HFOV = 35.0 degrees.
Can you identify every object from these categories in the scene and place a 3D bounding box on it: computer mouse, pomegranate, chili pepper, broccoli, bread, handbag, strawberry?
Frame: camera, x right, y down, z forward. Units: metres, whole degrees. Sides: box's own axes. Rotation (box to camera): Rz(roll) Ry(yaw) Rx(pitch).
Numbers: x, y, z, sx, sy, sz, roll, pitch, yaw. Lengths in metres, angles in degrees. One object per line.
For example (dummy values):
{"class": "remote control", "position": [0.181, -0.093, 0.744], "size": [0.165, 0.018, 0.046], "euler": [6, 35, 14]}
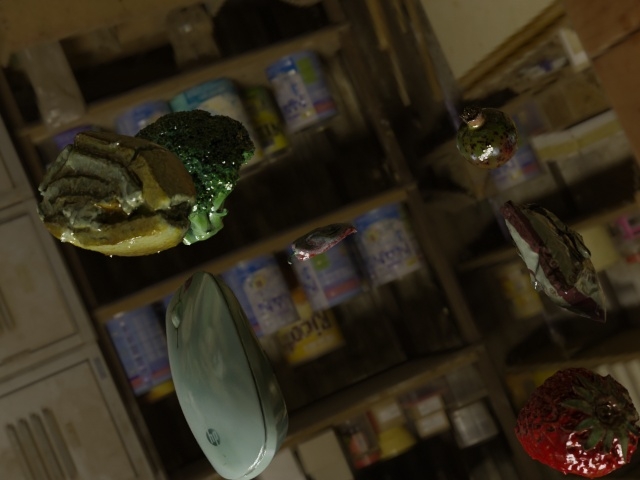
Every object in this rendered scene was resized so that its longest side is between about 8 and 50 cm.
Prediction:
{"class": "computer mouse", "position": [-0.147, 0.186, 1.373], "size": [0.097, 0.288, 0.159], "euler": [-12, 157, -43]}
{"class": "pomegranate", "position": [0.315, -0.196, 1.944], "size": [0.130, 0.130, 0.130], "euler": [-24, 178, -1]}
{"class": "chili pepper", "position": [0.000, 0.000, 1.920], "size": [0.153, 0.050, 0.041], "euler": [-27, 165, -15]}
{"class": "broccoli", "position": [-0.237, -0.115, 1.820], "size": [0.261, 0.242, 0.269], "euler": [-8, -153, 19]}
{"class": "bread", "position": [-0.298, -0.069, 1.507], "size": [0.257, 0.186, 0.124], "euler": [8, 174, 35]}
{"class": "handbag", "position": [0.454, 0.042, 1.946], "size": [0.127, 0.235, 0.213], "euler": [-43, 141, 21]}
{"class": "strawberry", "position": [0.453, 0.341, 1.857], "size": [0.205, 0.205, 0.244], "euler": [-22, 169, -30]}
